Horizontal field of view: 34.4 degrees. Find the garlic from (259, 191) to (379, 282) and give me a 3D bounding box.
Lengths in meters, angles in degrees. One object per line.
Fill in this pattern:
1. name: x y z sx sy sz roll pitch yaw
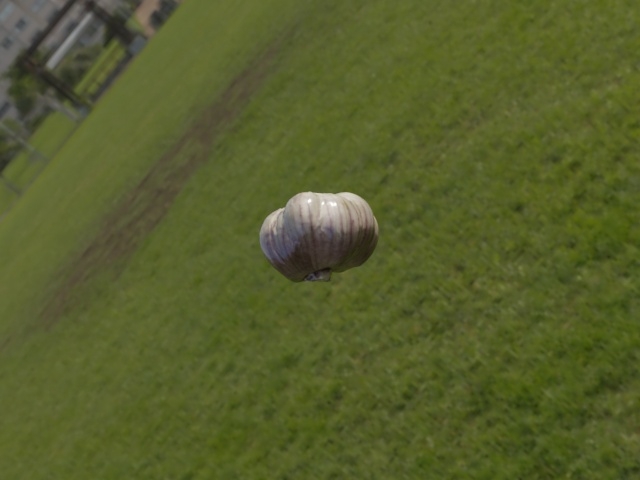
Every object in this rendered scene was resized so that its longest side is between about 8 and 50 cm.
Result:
1. garlic: 0.000 0.000 1.252 0.147 0.101 0.159 -12 -11 -13
